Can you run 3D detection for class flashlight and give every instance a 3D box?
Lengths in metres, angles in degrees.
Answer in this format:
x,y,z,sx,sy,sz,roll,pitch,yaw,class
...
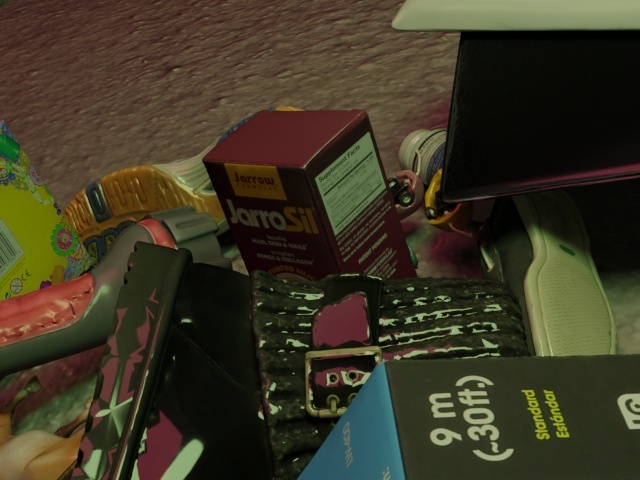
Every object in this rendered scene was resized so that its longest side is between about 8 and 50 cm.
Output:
x,y,z,sx,sy,sz,roll,pitch,yaw,class
-0.224,0.050,0.882,0.304,0.103,0.103,-15,55,-31,flashlight

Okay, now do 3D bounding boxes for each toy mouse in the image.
x,y,z,sx,sy,sz,roll,pitch,yaw,class
0.071,-0.009,0.923,0.143,0.031,0.161,-36,33,24,toy mouse

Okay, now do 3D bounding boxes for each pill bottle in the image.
x,y,z,sx,sy,sz,roll,pitch,yaw,class
0.122,-0.064,0.980,0.067,0.067,0.120,-29,30,-16,pill bottle

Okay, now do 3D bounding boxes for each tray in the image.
x,y,z,sx,sy,sz,roll,pitch,yaw,class
0.198,-0.230,0.895,0.270,0.030,0.145,7,53,33,tray

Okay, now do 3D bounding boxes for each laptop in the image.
x,y,z,sx,sy,sz,roll,pitch,yaw,class
0.329,-0.133,0.917,0.381,0.236,0.408,-7,-11,21,laptop

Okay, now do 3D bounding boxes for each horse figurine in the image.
x,y,z,sx,sy,sz,roll,pitch,yaw,class
-0.186,0.158,0.788,0.263,0.066,0.174,-6,24,30,horse figurine

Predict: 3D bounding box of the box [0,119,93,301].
x,y,z,sx,sy,sz,roll,pitch,yaw,class
-0.426,0.046,0.991,0.279,0.177,0.290,1,42,35,box

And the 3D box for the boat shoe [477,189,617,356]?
x,y,z,sx,sy,sz,roll,pitch,yaw,class
0.158,0.042,0.786,0.079,0.084,0.233,-48,23,30,boat shoe

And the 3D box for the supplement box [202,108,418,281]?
x,y,z,sx,sy,sz,roll,pitch,yaw,class
0.000,0.000,0.816,0.104,0.188,0.081,7,39,40,supplement box

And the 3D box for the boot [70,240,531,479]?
x,y,z,sx,sy,sz,roll,pitch,yaw,class
-0.009,0.157,0.615,0.260,0.131,0.348,10,61,-3,boot

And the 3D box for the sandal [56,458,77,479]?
x,y,z,sx,sy,sz,roll,pitch,yaw,class
-0.184,0.206,0.685,0.219,0.090,0.060,-44,-2,-17,sandal

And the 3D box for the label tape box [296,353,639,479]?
x,y,z,sx,sy,sz,roll,pitch,yaw,class
0.090,0.163,0.431,0.333,0.106,0.241,-1,37,-5,label tape box

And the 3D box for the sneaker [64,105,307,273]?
x,y,z,sx,sy,sz,roll,pitch,yaw,class
-0.115,-0.040,1.078,0.296,0.112,0.131,-20,0,14,sneaker
